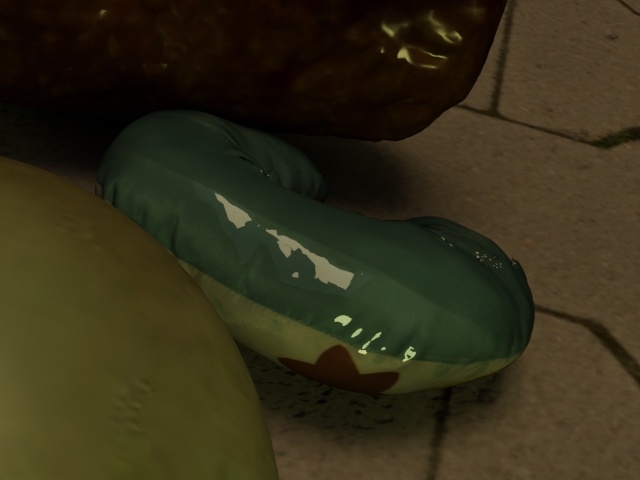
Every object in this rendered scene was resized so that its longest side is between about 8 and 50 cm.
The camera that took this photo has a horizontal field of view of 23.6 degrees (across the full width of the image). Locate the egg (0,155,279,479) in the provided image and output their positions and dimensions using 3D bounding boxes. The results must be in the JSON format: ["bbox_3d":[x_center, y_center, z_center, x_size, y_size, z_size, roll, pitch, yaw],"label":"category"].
[{"bbox_3d":[-0.118,0.106,0.412,0.218,0.218,0.295,9,42,-11],"label":"egg"}]

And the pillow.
[{"bbox_3d":[0.000,0.000,0.773,0.233,0.086,0.214,24,19,18],"label":"pillow"}]

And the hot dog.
[{"bbox_3d":[-0.090,-0.169,0.845,0.388,0.267,0.174,6,40,-13],"label":"hot dog"}]
